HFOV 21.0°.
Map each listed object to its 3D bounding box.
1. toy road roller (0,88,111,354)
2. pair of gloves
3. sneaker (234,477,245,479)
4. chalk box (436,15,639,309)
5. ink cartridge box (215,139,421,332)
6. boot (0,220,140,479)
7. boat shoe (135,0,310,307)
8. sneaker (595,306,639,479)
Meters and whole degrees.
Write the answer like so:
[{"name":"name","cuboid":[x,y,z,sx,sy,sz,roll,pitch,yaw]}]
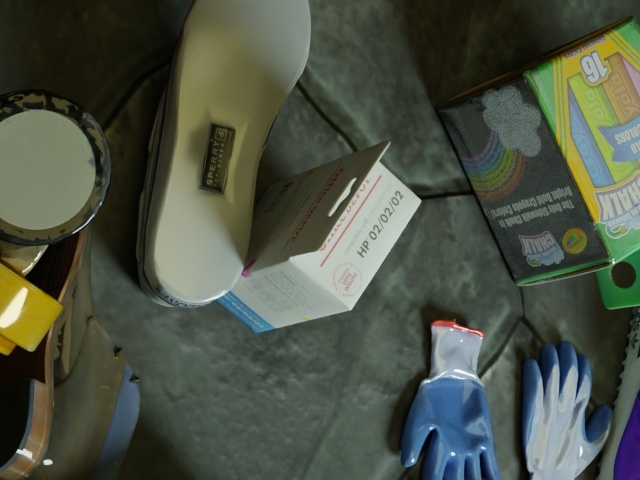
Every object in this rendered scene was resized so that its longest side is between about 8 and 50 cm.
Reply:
[{"name":"toy road roller","cuboid":[-0.303,-0.036,1.058,0.329,0.202,0.241,35,83,-15]},{"name":"pair of gloves","cuboid":[0.153,0.150,1.380,0.198,0.023,0.159,12,75,-26]},{"name":"sneaker","cuboid":[-0.083,0.327,1.130,0.323,0.130,0.236,-36,92,-44]},{"name":"chalk box","cuboid":[0.216,-0.048,1.390,0.132,0.132,0.213,-29,96,-30]},{"name":"ink cartridge box","cuboid":[0.000,0.000,1.229,0.061,0.181,0.104,41,64,-17]},{"name":"boot","cuboid":[-0.176,0.076,1.196,0.106,0.082,0.219,40,51,-45]},{"name":"boat shoe","cuboid":[-0.077,-0.079,1.253,0.096,0.088,0.268,13,79,-23]},{"name":"sneaker","cuboid":[0.314,0.142,1.400,0.102,0.146,0.293,17,73,-26]}]
